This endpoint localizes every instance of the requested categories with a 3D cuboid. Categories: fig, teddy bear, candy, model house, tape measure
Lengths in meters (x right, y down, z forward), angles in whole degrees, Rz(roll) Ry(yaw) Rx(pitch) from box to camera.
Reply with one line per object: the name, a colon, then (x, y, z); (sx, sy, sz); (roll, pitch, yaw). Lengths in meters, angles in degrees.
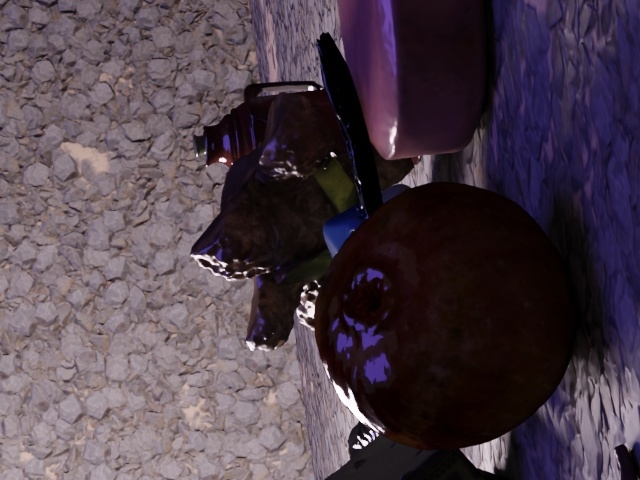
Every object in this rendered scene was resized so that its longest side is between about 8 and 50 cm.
fig: (0.096, 0.056, 1.215); (0.205, 0.205, 0.205); (173, 90, -83)
teddy bear: (0.003, 0.001, 1.593); (0.246, 0.222, 0.296); (-59, 5, -3)
candy: (0.076, -0.192, 1.467); (0.255, 0.094, 0.255); (172, 90, -83)
model house: (0.114, 0.318, 1.527); (0.278, 0.205, 0.218); (52, 172, -4)
tape measure: (0.051, -0.003, 1.423); (0.351, 0.098, 0.215); (64, 177, -7)

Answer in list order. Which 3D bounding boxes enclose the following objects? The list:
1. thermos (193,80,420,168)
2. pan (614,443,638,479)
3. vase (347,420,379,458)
thermos: (-0.018, -0.115, 1.758); (0.099, 0.232, 0.124); (94, 169, -60)
pan: (0.197, 0.213, 1.039); (0.115, 0.040, 0.212); (76, -177, -45)
vase: (0.093, 0.168, 1.703); (0.237, 0.115, 0.115); (103, 160, -57)
